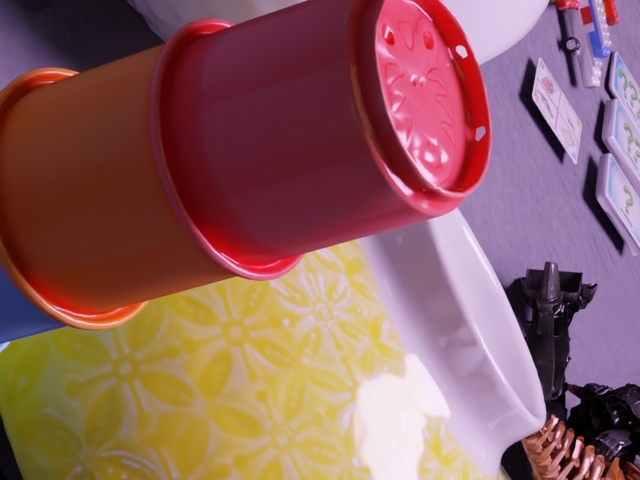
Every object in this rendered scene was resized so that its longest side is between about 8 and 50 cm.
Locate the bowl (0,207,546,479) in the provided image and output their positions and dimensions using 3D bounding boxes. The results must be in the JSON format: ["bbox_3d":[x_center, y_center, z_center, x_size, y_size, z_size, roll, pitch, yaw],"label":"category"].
[{"bbox_3d":[0.001,0.057,0.655,0.289,0.156,0.289,58,14,-23],"label":"bowl"}]

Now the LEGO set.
[{"bbox_3d":[0.225,-0.134,1.228,0.244,0.060,0.182,51,38,-32],"label":"LEGO set"}]

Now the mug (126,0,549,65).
[{"bbox_3d":[-0.014,-0.259,0.769,0.374,0.276,0.328,-100,174,-68],"label":"mug"}]

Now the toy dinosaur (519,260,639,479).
[{"bbox_3d":[0.203,0.131,1.013,0.322,0.164,0.218,56,41,-81],"label":"toy dinosaur"}]

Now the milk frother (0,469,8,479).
[{"bbox_3d":[-0.149,0.161,0.559,0.143,0.129,0.135,-34,113,-9],"label":"milk frother"}]

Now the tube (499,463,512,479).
[{"bbox_3d":[0.122,0.201,0.960,0.070,0.062,0.240,-44,127,-13],"label":"tube"}]

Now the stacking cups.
[{"bbox_3d":[-0.096,0.001,0.476,0.096,0.316,0.096,22,63,-52],"label":"stacking cups"}]
